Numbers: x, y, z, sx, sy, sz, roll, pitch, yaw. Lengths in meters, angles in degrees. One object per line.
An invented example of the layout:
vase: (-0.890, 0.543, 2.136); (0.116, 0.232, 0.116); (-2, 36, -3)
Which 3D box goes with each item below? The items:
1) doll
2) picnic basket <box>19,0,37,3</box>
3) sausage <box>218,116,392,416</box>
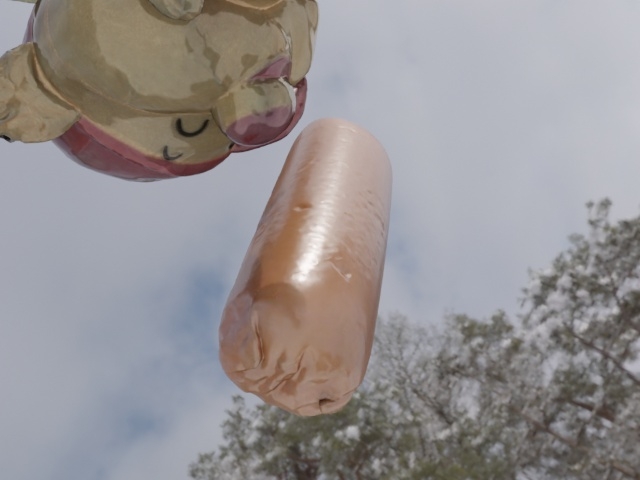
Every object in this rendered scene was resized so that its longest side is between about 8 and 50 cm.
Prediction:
doll: (-0.059, -0.131, 0.443); (0.196, 0.152, 0.256); (6, -40, -33)
picnic basket: (-0.352, -0.346, 0.859); (0.196, 0.134, 0.154); (6, -59, -12)
sausage: (0.001, 0.001, 0.536); (0.289, 0.086, 0.086); (-76, -16, -60)
